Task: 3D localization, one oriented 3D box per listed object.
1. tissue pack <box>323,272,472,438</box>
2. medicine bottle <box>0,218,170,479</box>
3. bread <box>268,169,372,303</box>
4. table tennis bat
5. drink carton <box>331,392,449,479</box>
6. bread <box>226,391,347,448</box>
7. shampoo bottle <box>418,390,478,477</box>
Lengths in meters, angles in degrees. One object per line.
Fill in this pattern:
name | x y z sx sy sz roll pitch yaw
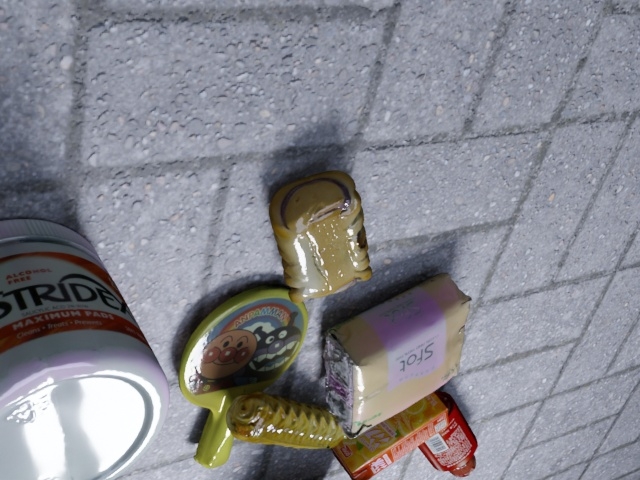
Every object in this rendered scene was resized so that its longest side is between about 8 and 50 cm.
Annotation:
tissue pack | 0.127 0.192 1.494 0.257 0.123 0.215 -26 138 -27
medicine bottle | -0.328 0.142 0.989 0.252 0.241 0.252 -22 138 -22
bread | 0.000 0.000 1.241 0.134 0.081 0.225 -23 140 -12
table tennis bat | -0.135 0.221 1.368 0.224 0.054 0.368 -6 128 -39
drink carton | 0.133 0.369 1.685 0.223 0.096 0.071 -30 141 -12
bread | -0.049 0.304 1.451 0.084 0.077 0.367 -7 163 21
shampoo bottle | 0.268 0.423 1.860 0.118 0.076 0.314 -38 142 -3
